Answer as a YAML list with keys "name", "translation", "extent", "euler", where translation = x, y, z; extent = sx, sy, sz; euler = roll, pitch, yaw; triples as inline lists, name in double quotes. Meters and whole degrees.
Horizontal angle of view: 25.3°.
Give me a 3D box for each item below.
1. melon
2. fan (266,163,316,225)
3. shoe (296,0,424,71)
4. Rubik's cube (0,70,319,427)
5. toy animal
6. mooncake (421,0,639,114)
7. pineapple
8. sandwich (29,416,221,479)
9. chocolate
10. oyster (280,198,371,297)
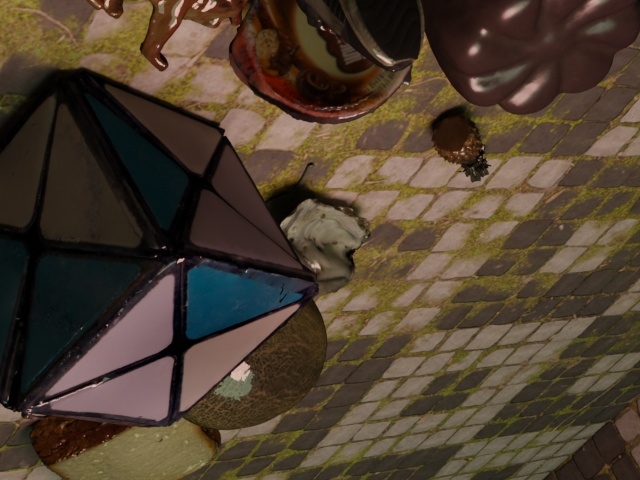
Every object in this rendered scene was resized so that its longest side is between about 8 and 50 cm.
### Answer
- name: "melon"
  translation: [-0.122, 0.153, 2.101]
  extent: [0.248, 0.249, 0.329]
  euler: [-39, 161, 22]
- name: "fan"
  translation: [-0.045, -0.055, 2.067]
  extent: [0.113, 0.005, 0.175]
  euler: [-8, 148, -33]
- name: "shoe"
  translation: [0.022, -0.275, 1.555]
  extent: [0.099, 0.227, 0.112]
  euler: [-31, 179, -34]
- name: "Rubik's cube"
  translation: [-0.237, 0.023, 1.710]
  extent: [0.307, 0.305, 0.310]
  euler: [-41, 149, 20]
- name: "toy animal"
  translation: [-0.174, -0.291, 1.489]
  extent: [0.157, 0.097, 0.312]
  euler: [-40, 149, 3]
- name: "mooncake"
  translation: [0.266, -0.290, 1.784]
  extent: [0.306, 0.154, 0.306]
  euler: [-18, 150, -11]
- name: "pineapple"
  translation: [0.213, -0.132, 2.094]
  extent: [0.074, 0.074, 0.159]
  euler: [-32, 156, 10]
- name: "sandwich"
  translation: [-0.317, 0.338, 2.405]
  extent: [0.271, 0.099, 0.301]
  euler: [-29, 149, -5]
- name: "chocolate"
  translation: [0.005, -0.218, 1.679]
  extent: [0.221, 0.221, 0.147]
  euler: [-23, 169, -7]
- name: "oyster"
  translation: [0.003, 0.000, 2.099]
  extent: [0.252, 0.087, 0.199]
  euler: [-46, 139, -51]
